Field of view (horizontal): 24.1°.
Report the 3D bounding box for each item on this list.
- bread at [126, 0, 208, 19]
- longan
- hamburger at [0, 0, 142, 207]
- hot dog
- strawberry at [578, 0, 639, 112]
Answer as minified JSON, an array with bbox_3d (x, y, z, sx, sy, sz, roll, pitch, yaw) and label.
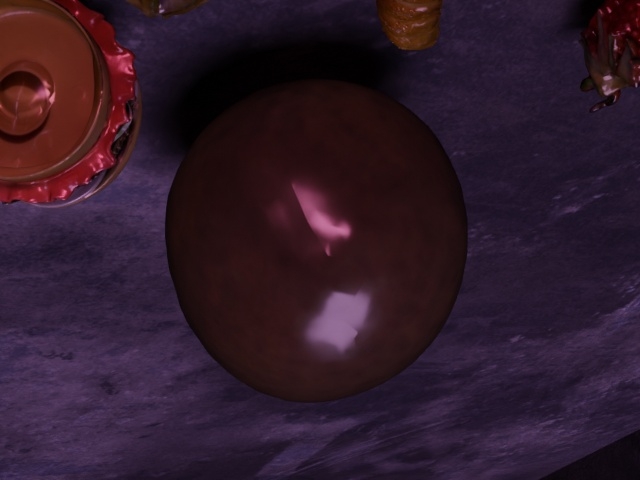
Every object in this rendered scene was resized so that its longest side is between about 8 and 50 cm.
[{"bbox_3d":[-0.108,-0.246,0.962,0.087,0.098,0.269,-53,169,-22],"label":"bread"},{"bbox_3d":[-0.004,0.002,1.347,0.297,0.297,0.297,-13,157,-6],"label":"longan"},{"bbox_3d":[-0.213,-0.103,1.145,0.175,0.175,0.137,-18,169,6],"label":"hamburger"},{"bbox_3d":[0.070,-0.236,1.117,0.068,0.083,0.289,5,156,0],"label":"hot dog"},{"bbox_3d":[0.317,-0.212,1.344,0.208,0.087,0.167,-36,-177,-15],"label":"strawberry"}]
